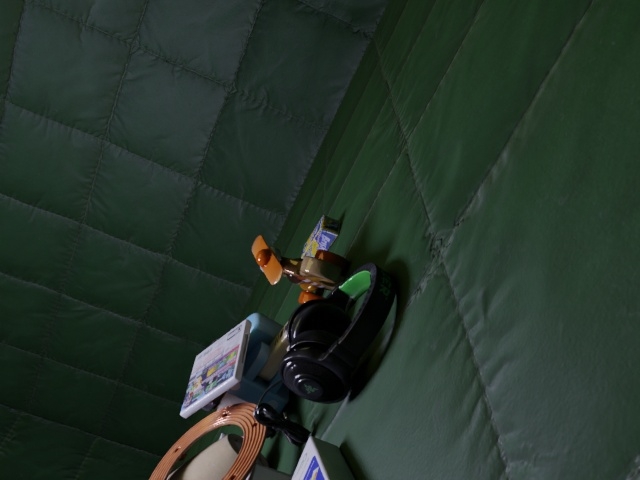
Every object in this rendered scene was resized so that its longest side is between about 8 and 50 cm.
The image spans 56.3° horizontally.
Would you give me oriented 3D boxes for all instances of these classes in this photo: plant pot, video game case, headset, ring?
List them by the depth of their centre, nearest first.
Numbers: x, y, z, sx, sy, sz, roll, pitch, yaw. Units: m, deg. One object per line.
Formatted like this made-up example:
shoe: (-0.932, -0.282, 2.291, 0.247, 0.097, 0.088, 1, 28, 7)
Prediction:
headset: (0.017, 0.223, 1.126, 0.394, 0.185, 0.243, -48, 11, 17)
ring: (-0.249, 0.490, 1.298, 0.336, 0.032, 0.337, -30, 20, 12)
plant pot: (-0.254, 0.602, 1.404, 0.274, 0.256, 0.256, -52, 10, -2)
video game case: (-0.245, 0.302, 1.417, 0.201, 0.023, 0.184, -37, 27, 26)

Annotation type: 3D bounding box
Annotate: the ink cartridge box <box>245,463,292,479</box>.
ink cartridge box: (-0.139, 0.575, 1.203, 0.148, 0.085, 0.203, -83, 17, -57)

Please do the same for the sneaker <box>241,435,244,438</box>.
sneaker: (-0.243, 0.628, 1.634, 0.252, 0.111, 0.103, -48, -18, 7)

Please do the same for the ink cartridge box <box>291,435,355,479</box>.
ink cartridge box: (0.003, 0.427, 0.839, 0.371, 0.069, 0.176, -170, 103, -82)

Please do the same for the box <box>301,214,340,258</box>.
box: (0.000, 0.000, 1.784, 0.169, 0.059, 0.054, 123, 163, -49)

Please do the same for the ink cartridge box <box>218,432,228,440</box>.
ink cartridge box: (-0.298, 0.701, 1.786, 0.140, 0.082, 0.191, -101, 36, -72)

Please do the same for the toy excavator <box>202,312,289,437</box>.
toy excavator: (-0.119, 0.275, 1.479, 0.445, 0.222, 0.433, -57, 14, 12)

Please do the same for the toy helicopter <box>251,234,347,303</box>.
toy helicopter: (-0.040, 0.061, 1.340, 0.355, 0.234, 0.140, 155, 136, -78)
